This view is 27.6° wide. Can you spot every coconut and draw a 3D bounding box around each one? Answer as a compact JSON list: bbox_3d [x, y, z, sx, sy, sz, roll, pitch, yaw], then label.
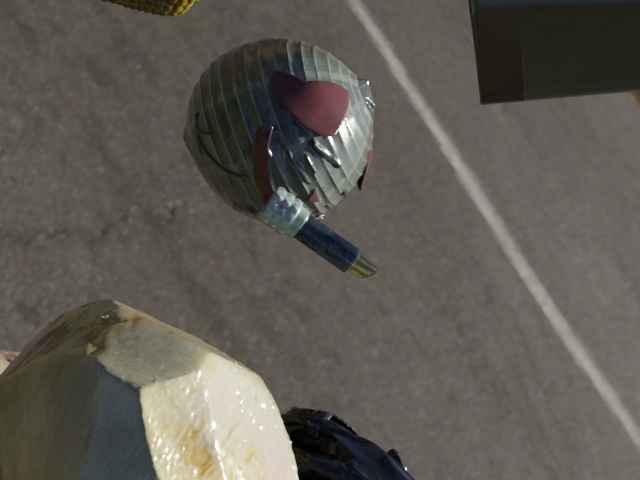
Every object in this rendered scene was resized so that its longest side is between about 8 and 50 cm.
[{"bbox_3d":[-0.135,0.156,0.897,0.237,0.197,0.237,32,53,-55],"label":"coconut"}]

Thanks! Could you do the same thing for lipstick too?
[{"bbox_3d":[0.000,0.000,1.147,0.116,0.037,0.037,37,33,-5],"label":"lipstick"}]

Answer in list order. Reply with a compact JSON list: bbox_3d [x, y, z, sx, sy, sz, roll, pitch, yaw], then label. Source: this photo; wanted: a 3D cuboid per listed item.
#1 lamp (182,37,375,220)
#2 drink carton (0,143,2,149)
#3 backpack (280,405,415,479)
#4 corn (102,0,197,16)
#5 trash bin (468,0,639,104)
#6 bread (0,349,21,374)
[{"bbox_3d":[-0.044,-0.134,1.565,0.233,0.233,0.265,67,10,22],"label":"lamp"},{"bbox_3d":[-0.493,-0.184,1.322,0.325,0.132,0.194,64,33,-15],"label":"drink carton"},{"bbox_3d":[0.034,0.279,1.316,0.258,0.206,0.133,51,50,-12],"label":"backpack"},{"bbox_3d":[-0.202,-0.242,1.051,0.231,0.080,0.080,14,44,-16],"label":"corn"},{"bbox_3d":[0.228,-0.194,0.909,0.122,0.240,0.164,74,17,-56],"label":"trash bin"},{"bbox_3d":[-0.367,0.174,1.121,0.338,0.155,0.187,20,81,-57],"label":"bread"}]
